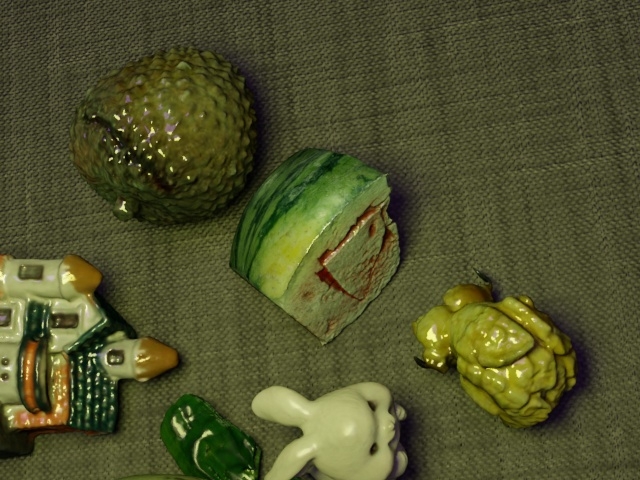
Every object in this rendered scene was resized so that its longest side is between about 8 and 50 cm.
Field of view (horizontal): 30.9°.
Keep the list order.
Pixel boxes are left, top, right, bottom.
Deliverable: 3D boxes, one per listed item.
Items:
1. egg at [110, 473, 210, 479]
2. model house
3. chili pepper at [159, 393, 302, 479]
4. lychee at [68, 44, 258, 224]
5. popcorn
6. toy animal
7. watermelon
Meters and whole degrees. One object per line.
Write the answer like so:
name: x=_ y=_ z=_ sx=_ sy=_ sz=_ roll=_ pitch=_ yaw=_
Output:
egg: x=-0.185 y=0.419 z=1.371 sx=0.379 sy=0.287 sz=0.288 roll=13 pitch=76 yaw=20
model house: x=-0.343 y=0.147 z=1.538 sx=0.300 sy=0.190 sz=0.272 roll=-2 pitch=71 yaw=9
chili pepper: x=-0.111 y=0.303 z=1.505 sx=0.253 sy=0.083 sz=0.099 roll=37 pitch=80 yaw=15
lychee: x=-0.206 y=-0.142 z=1.564 sx=0.255 sy=0.255 sz=0.274 roll=21 pitch=73 yaw=16
popcorn: x=0.226 y=0.138 z=1.459 sx=0.195 sy=0.168 sz=0.174 roll=21 pitch=89 yaw=54
toy animal: x=0.021 y=0.250 z=1.442 sx=0.178 sy=0.193 sz=0.128 roll=-9 pitch=71 yaw=17
watermelon: x=0.000 y=0.000 z=1.559 sx=0.213 sy=0.201 sz=0.261 roll=-50 pitch=28 yaw=-5
